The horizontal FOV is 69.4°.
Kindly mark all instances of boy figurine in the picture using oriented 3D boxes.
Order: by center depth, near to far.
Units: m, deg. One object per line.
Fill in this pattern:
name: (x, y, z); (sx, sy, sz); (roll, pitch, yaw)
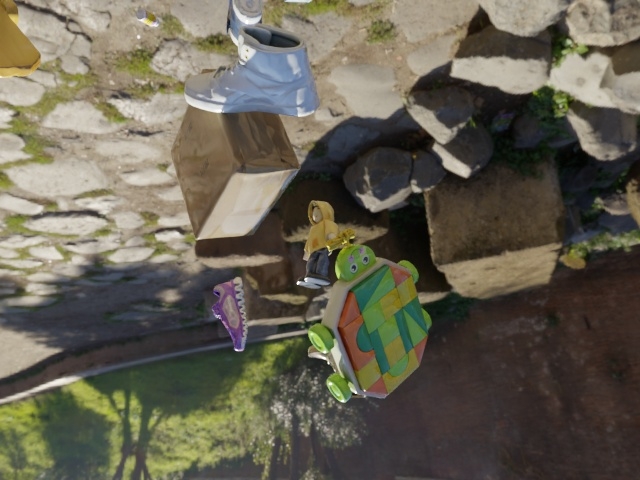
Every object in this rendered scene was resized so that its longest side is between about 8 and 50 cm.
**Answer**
boy figurine: (0.000, 0.000, 1.435); (0.092, 0.286, 0.177); (17, 157, -25)

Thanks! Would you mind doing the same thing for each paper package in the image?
paper package: (-0.225, -0.204, 1.146); (0.168, 0.310, 0.325); (-7, 155, -34)

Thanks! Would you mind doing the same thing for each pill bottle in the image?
pill bottle: (-0.633, -0.817, 1.699); (0.043, 0.044, 0.083); (-17, 178, 23)

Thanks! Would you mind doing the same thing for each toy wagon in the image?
toy wagon: (0.100, 0.142, 0.913); (0.267, 0.345, 0.068); (-32, -156, -30)

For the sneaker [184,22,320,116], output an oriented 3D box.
sneaker: (-0.151, -0.341, 0.900); (0.292, 0.108, 0.169); (6, 144, 14)

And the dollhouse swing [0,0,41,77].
dollhouse swing: (-0.872, -0.411, 1.059); (0.315, 0.305, 0.346); (-34, 178, 43)

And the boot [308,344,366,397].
boot: (0.054, 0.433, 1.534); (0.213, 0.165, 0.077); (4, 148, 9)

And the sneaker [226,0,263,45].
sneaker: (-0.255, -0.811, 1.536); (0.130, 0.323, 0.236); (-1, 172, -16)

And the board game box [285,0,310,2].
board game box: (-0.040, -0.790, 1.453); (0.103, 0.026, 0.154); (-18, -167, 34)

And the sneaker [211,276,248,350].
sneaker: (-0.288, 0.234, 1.461); (0.104, 0.237, 0.095); (-5, 157, -18)
